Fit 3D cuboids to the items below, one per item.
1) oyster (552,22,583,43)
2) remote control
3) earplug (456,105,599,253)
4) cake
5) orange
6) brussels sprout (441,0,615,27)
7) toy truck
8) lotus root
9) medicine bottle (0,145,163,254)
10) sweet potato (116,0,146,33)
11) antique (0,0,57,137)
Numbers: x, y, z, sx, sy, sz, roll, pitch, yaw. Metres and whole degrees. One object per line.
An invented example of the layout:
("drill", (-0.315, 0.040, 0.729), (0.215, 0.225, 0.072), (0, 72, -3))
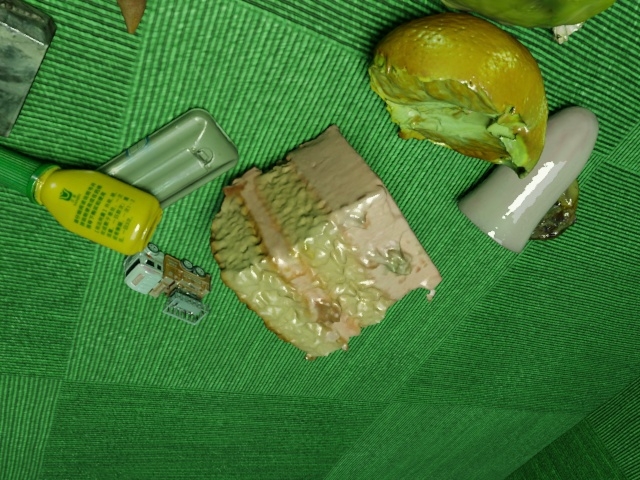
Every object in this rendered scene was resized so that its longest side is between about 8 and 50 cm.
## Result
("oyster", (0.420, -0.431, 0.812), (0.133, 0.072, 0.209), (-38, 149, -7))
("remote control", (-0.312, -0.105, 0.896), (0.336, 0.065, 0.128), (-29, 134, 11))
("earplug", (0.445, -0.139, 1.022), (0.173, 0.172, 0.301), (21, 117, -30))
("cake", (0.000, 0.000, 0.932), (0.307, 0.293, 0.314), (-33, 135, 7))
("orange", (0.238, -0.233, 0.807), (0.196, 0.262, 0.335), (-45, 129, 4))
("brussels sprout", (0.280, -0.425, 0.639), (0.345, 0.344, 0.268), (12, 103, -24))
("toy truck", (-0.319, 0.090, 1.035), (0.178, 0.115, 0.080), (32, 116, -34))
("lotus root", (0.527, -0.065, 1.161), (0.184, 0.077, 0.203), (-16, 131, -2))
("medicine bottle", (-0.423, -0.080, 0.823), (0.309, 0.076, 0.111), (25, 83, -8))
("sweet potato", (-0.259, -0.388, 0.668), (0.065, 0.051, 0.218), (-7, 133, -14))
("antique", (-0.454, -0.253, 0.709), (0.086, 0.088, 0.183), (24, 121, -33))
